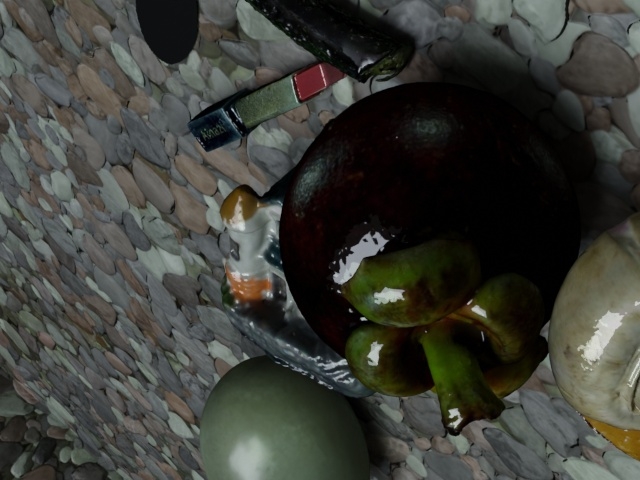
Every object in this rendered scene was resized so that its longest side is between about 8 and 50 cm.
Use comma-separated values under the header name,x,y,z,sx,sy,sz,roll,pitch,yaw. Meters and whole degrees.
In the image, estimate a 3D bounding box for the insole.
name,x,y,z,sx,sy,sz,roll,pitch,yaw
insole,-0.188,-0.328,1.370,0.109,0.007,0.322,39,149,12

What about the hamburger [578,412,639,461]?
name,x,y,z,sx,sy,sz,roll,pitch,yaw
hamburger,0.339,0.169,1.198,0.176,0.087,0.102,45,152,8

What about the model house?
name,x,y,z,sx,sy,sz,roll,pitch,yaw
model house,0.000,0.000,1.334,0.271,0.190,0.301,31,146,29

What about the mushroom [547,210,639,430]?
name,x,y,z,sx,sy,sz,roll,pitch,yaw
mushroom,0.327,0.074,0.977,0.254,0.184,0.255,2,128,3

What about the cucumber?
name,x,y,z,sx,sy,sz,roll,pitch,yaw
cucumber,-0.016,-0.245,1.188,0.245,0.067,0.067,36,148,21

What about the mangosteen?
name,x,y,z,sx,sy,sz,roll,pitch,yaw
mangosteen,0.103,0.005,1.088,0.330,0.330,0.330,32,147,24

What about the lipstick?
name,x,y,z,sx,sy,sz,roll,pitch,yaw
lipstick,-0.067,-0.169,1.358,0.312,0.051,0.051,-12,115,56

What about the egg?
name,x,y,z,sx,sy,sz,roll,pitch,yaw
egg,-0.054,0.340,1.734,0.258,0.258,0.352,13,141,45
